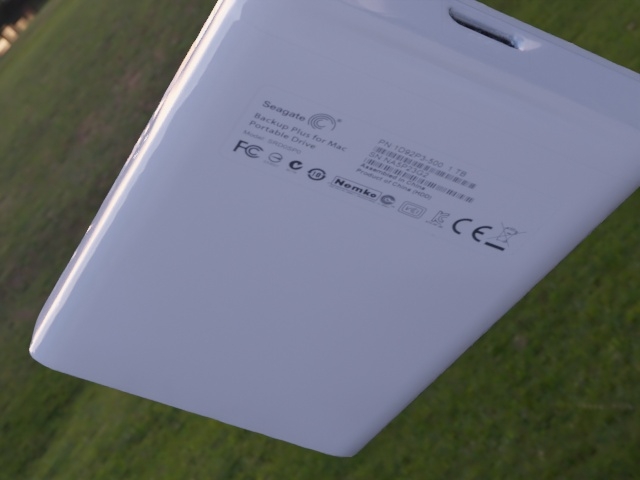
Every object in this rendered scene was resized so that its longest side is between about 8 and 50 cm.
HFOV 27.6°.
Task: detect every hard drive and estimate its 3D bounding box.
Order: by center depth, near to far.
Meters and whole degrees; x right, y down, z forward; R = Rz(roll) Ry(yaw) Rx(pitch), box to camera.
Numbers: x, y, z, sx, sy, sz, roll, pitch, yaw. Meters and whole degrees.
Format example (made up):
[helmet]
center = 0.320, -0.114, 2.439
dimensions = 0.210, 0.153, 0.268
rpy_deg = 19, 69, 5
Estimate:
[hard drive]
center = 0.000, 0.000, 0.642
dimensions = 0.307, 0.203, 0.040
rpy_deg = -51, 26, 45
